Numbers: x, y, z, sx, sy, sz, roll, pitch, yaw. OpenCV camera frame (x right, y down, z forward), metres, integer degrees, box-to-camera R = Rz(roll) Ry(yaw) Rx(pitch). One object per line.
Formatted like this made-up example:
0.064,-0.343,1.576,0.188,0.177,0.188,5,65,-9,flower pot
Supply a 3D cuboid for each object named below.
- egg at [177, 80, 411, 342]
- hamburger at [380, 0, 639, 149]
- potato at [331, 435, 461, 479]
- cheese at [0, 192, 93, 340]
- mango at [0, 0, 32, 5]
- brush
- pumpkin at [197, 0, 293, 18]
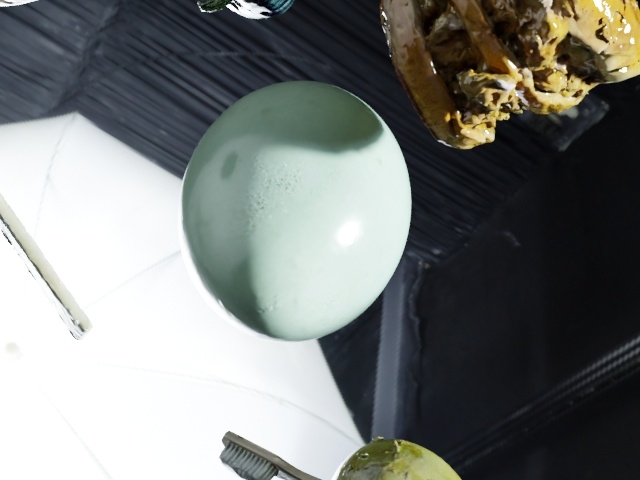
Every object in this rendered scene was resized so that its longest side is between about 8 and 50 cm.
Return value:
-0.029,-0.042,0.915,0.276,0.276,0.389,-47,-164,32,egg
0.188,-0.223,0.755,0.211,0.260,0.245,-29,-120,31,hamburger
0.112,0.520,1.258,0.219,0.269,0.359,-10,-126,61,potato
-0.540,0.011,1.386,0.034,0.400,0.085,-35,177,-32,cheese
-0.506,-0.452,1.162,0.120,0.294,0.177,-73,163,-47,mango
-0.068,0.458,1.446,0.327,0.070,0.065,17,-131,27,brush
-0.122,-0.435,1.206,0.194,0.194,0.150,-159,-108,-71,pumpkin
